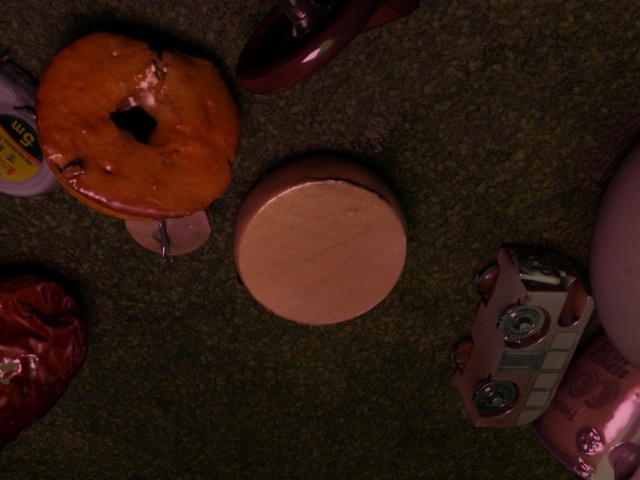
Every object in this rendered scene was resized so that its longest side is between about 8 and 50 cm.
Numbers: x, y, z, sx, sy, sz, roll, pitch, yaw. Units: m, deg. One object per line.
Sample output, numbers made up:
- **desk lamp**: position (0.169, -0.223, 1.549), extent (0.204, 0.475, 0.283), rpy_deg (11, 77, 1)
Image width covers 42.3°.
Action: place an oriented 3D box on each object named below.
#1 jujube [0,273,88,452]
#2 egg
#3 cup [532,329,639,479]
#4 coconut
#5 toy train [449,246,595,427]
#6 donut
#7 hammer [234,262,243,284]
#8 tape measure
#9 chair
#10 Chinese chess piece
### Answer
- **jujube**: position (-0.482, 0.199, 1.240), extent (0.216, 0.216, 0.342), rpy_deg (22, 125, -17)
- **egg**: position (0.506, 0.007, 1.105), extent (0.276, 0.276, 0.388), rpy_deg (6, 111, -7)
- **cup**: position (0.488, 0.254, 1.281), extent (0.228, 0.301, 0.256), rpy_deg (22, 110, 0)
- **coconut**: position (-0.207, -0.039, 1.134), extent (0.116, 0.122, 0.116), rpy_deg (-1, 125, -2)
- **toy train**: position (0.309, 0.160, 1.301), extent (0.160, 0.129, 0.326), rpy_deg (3, 124, -13)
- **donut**: position (-0.221, -0.135, 1.009), extent (0.254, 0.253, 0.118), rpy_deg (19, 160, -16)
- **hammer**: position (-0.042, 0.039, 1.262), extent (0.179, 0.021, 0.065), rpy_deg (1, 125, -7)
- **tape measure**: position (-0.327, -0.079, 1.093), extent (0.330, 0.084, 0.164), rpy_deg (44, 119, -11)
- **chair**: position (-0.077, -0.324, 0.882), extent (0.227, 0.226, 0.401), rpy_deg (-34, 120, 19)
- **Chinese chess piece**: position (0.000, 0.000, 1.176), extent (0.251, 0.097, 0.250), rpy_deg (-3, 119, -5)
